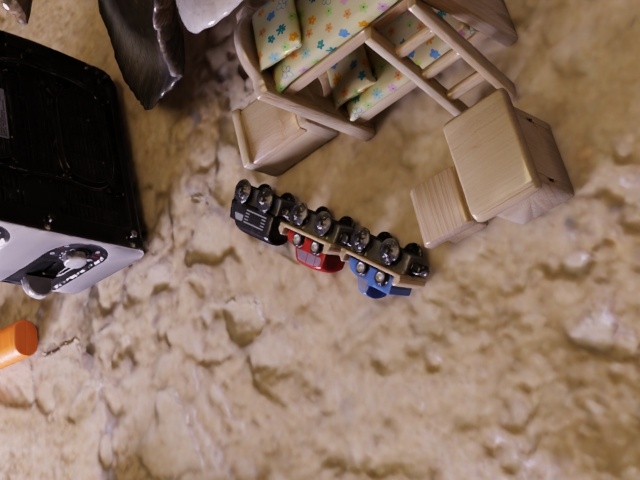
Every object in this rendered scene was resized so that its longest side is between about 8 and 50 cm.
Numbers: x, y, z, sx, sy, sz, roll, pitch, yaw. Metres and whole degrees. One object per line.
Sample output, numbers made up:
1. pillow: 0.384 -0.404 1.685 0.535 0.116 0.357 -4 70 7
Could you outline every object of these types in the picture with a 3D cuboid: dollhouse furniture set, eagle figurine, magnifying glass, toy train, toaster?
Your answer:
1. dollhouse furniture set: 0.012 -0.055 0.570 0.182 0.101 0.161 -33 59 33
2. eagle figurine: -0.106 -0.208 0.649 0.226 0.298 0.225 -15 89 16
3. magnifying glass: -0.304 0.110 0.878 0.231 0.026 0.092 -25 63 38
4. toy train: 0.000 0.000 0.619 0.158 0.027 0.036 23 99 44
5. toaster: -0.225 -0.060 0.745 0.110 0.168 0.185 -32 60 34
